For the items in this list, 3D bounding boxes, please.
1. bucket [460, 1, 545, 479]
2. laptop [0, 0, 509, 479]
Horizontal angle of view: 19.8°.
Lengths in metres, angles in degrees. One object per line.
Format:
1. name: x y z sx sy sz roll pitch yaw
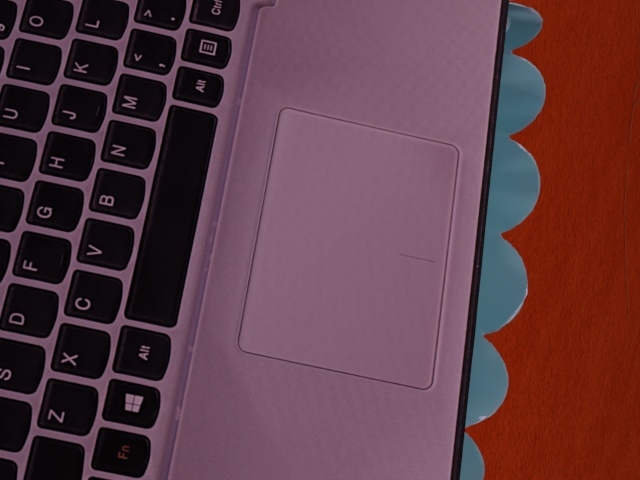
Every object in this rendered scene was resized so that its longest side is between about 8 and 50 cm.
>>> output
1. bucket: 0.000 0.000 0.920 0.281 0.183 0.281 8 90 -77
2. laptop: -0.112 -0.094 0.640 0.236 0.408 0.382 111 -10 -59
